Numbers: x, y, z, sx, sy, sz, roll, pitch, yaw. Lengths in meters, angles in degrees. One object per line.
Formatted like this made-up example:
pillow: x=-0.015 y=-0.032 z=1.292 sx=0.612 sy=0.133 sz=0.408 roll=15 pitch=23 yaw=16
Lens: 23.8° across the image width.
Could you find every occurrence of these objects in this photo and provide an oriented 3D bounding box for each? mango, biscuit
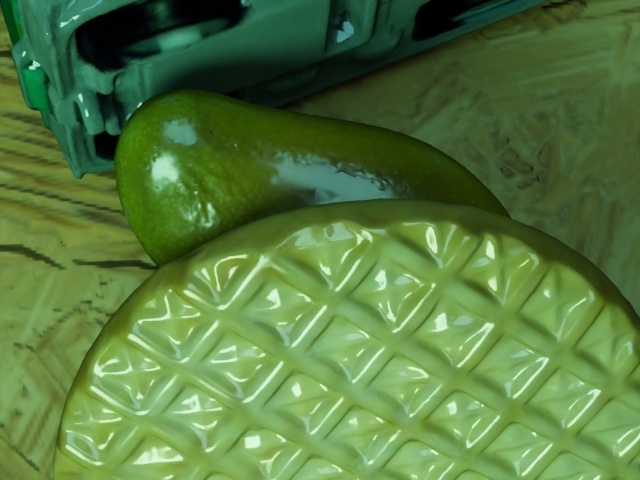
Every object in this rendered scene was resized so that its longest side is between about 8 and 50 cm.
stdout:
mango: x=0.000 y=0.000 z=0.757 sx=0.228 sy=0.136 sz=0.099 roll=25 pitch=24 yaw=-17
biscuit: x=0.029 y=0.076 z=0.720 sx=0.309 sy=0.204 sz=0.040 roll=2 pitch=28 yaw=-6

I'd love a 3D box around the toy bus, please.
toy bus: x=-0.017 y=-0.189 z=0.801 sx=0.344 sy=0.183 sz=0.199 roll=-21 pitch=69 yaw=-13
